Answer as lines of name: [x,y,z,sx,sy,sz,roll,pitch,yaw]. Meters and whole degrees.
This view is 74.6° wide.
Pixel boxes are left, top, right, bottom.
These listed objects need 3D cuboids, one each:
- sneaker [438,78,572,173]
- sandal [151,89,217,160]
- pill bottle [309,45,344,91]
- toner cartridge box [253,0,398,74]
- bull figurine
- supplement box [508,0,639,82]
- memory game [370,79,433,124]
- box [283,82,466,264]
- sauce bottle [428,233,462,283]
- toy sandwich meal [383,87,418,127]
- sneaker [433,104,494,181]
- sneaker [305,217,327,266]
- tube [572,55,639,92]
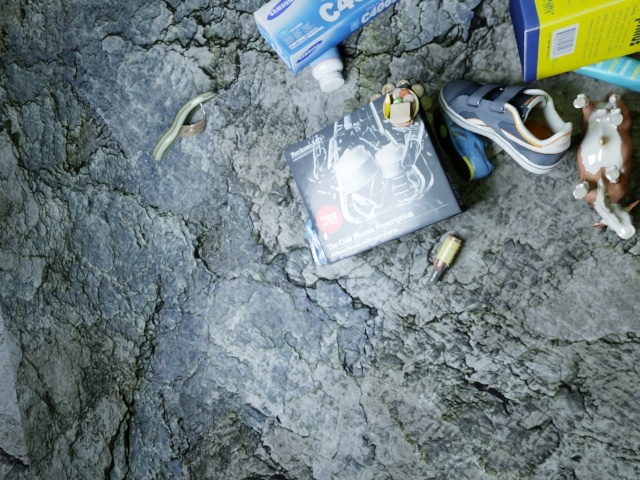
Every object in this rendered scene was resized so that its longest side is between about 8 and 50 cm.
sneaker: [0.407,-0.291,0.926,0.126,0.127,0.321,-40,66,-15]
sandal: [-0.416,-0.356,1.326,0.086,0.120,0.303,41,112,-13]
pill bottle: [0.010,-0.492,1.134,0.087,0.087,0.160,-19,85,23]
toner cartridge box: [0.023,-0.593,1.060,0.347,0.075,0.165,-37,77,-3]
bull figurine: [0.587,-0.156,0.867,0.101,0.188,0.311,-6,84,40]
supplement box: [0.572,-0.490,0.816,0.356,0.195,0.194,-10,75,24]
memory game: [0.204,-0.326,1.100,0.186,0.012,0.186,2,95,23]
box: [0.134,-0.149,1.043,0.343,0.179,0.313,-24,85,23]
sauce bottle: [0.313,0.047,1.061,0.042,0.042,0.128,29,106,19]
toy sandwich meal: [0.170,-0.286,0.900,0.085,0.029,0.086,2,95,22]
sneaker: [0.348,-0.243,1.024,0.082,0.069,0.209,-22,75,-8]
sneaker: [0.000,0.000,1.187,0.059,0.053,0.144,-18,95,24]
tube: [0.609,-0.382,0.909,0.207,0.052,0.080,34,94,24]
